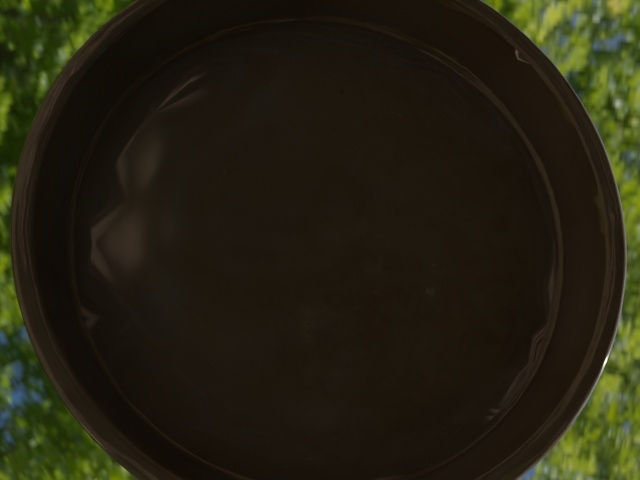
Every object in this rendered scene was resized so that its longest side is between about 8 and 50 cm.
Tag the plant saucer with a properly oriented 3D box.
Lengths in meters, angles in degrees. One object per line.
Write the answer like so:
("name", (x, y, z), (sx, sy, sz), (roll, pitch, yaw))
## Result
("plant saucer", (0.000, 0.000, 0.795), (0.278, 0.041, 0.278), (2, -109, -7))
